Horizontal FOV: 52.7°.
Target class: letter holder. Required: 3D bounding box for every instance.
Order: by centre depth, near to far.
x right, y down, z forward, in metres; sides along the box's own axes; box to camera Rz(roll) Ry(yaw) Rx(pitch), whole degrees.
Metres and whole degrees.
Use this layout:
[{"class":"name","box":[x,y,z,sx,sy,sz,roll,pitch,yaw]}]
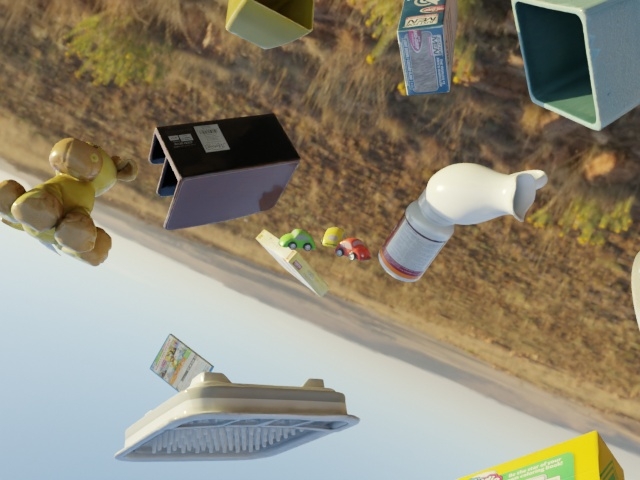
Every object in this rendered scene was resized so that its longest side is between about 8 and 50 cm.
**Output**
[{"class":"letter holder","box":[-0.236,-0.158,1.515,0.302,0.152,0.214,-14,153,-33]}]

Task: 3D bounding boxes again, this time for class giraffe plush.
[{"class":"giraffe plush","box":[-0.362,-0.074,0.949,0.181,0.170,0.210,31,163,-13]}]

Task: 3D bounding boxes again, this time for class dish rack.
[{"class":"dish rack","box":[-0.134,0.272,0.976,0.286,0.072,0.333,10,148,-31]}]

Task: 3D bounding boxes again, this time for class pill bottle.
[{"class":"pill bottle","box":[0.234,-0.016,1.505,0.121,0.221,0.121,18,-142,-15]}]

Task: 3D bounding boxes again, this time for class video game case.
[{"class":"video game case","box":[-0.388,0.354,1.801,0.166,0.119,0.015,32,-174,20]}]

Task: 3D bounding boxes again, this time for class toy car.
[{"class":"toy car","box":[0.000,0.000,1.723,0.225,0.053,0.239,4,-169,-18]}]

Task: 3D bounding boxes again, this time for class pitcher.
[{"class":"pitcher","box":[0.338,-0.103,1.312,0.207,0.125,0.178,5,-154,43]}]

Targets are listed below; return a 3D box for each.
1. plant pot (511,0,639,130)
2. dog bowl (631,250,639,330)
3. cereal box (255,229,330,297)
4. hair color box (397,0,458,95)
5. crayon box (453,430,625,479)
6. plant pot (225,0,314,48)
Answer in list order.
[{"class":"plant pot","box":[0.579,-0.412,1.306,0.247,0.252,0.247,67,175,-30]},{"class":"dog bowl","box":[0.532,0.132,0.837,0.349,0.348,0.102,27,141,-30]},{"class":"cereal box","box":[-0.085,0.066,1.941,0.173,0.047,0.240,49,172,-31]},{"class":"hair color box","box":[0.262,-0.522,1.543,0.105,0.347,0.174,-1,137,17]},{"class":"crayon box","box":[0.304,0.492,1.032,0.106,0.363,0.313,55,-152,-6]},{"class":"plant pot","box":[-0.156,-0.667,1.822,0.212,0.212,0.187,18,153,-32]}]
